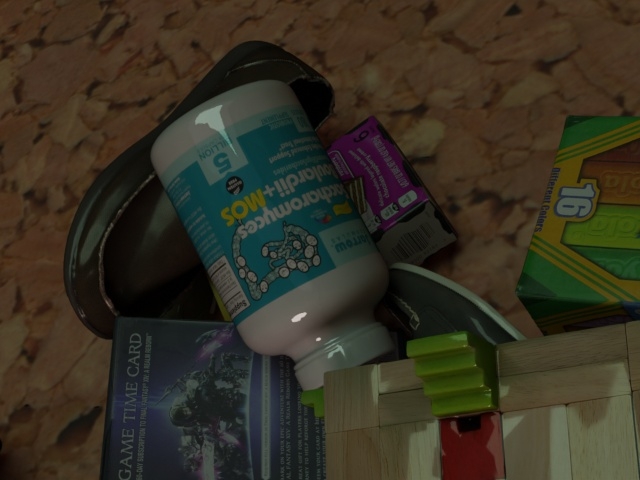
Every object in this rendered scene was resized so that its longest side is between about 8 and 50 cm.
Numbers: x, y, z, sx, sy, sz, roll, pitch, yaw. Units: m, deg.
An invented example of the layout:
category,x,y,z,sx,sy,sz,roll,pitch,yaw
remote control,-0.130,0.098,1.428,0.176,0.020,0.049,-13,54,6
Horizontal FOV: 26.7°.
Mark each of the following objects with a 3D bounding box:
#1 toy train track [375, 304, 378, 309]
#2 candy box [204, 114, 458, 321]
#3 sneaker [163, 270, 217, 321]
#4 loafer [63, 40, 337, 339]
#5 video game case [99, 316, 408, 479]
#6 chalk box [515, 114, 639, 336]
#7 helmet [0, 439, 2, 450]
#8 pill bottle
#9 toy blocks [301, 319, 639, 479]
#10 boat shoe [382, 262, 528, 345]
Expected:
category,x,y,z,sx,sy,sz,roll,pitch,yaw
toy train track,0.061,0.029,1.342,0.048,0.014,0.083,2,59,32
candy box,0.000,0.000,1.347,0.233,0.071,0.159,-36,41,6
sneaker,-0.151,0.013,1.430,0.064,0.086,0.192,-11,53,24
loafer,-0.113,-0.059,1.327,0.130,0.134,0.366,11,60,46
video game case,-0.054,0.157,1.212,0.274,0.026,0.196,2,50,-4
chalk box,0.334,0.020,1.073,0.289,0.179,0.180,2,60,32
helmet,-0.404,0.242,1.363,0.169,0.161,0.169,-16,51,21
pill bottle,-0.033,0.001,1.203,0.146,0.146,0.264,-30,83,9
toy blocks,0.152,0.208,0.952,0.381,0.191,0.260,-13,68,28
boat shoe,0.148,0.128,1.153,0.095,0.112,0.335,-45,50,-12
